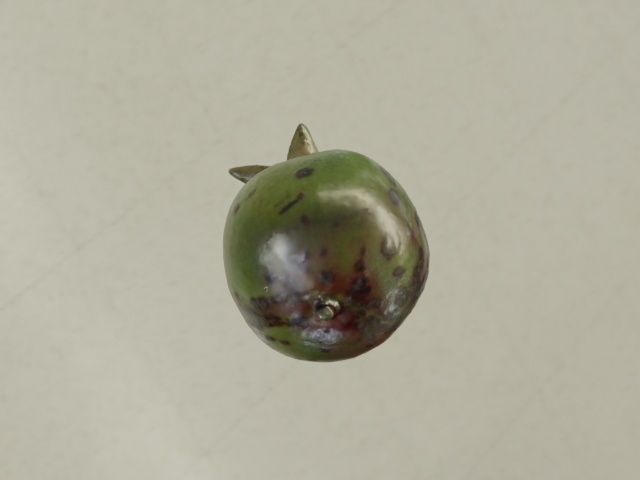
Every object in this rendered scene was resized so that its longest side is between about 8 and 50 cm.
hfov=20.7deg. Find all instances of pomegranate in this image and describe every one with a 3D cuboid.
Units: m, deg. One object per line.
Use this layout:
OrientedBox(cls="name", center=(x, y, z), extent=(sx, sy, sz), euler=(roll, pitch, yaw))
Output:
OrientedBox(cls="pomegranate", center=(-0.004, 0.006, 1.174), extent=(0.148, 0.169, 0.148), euler=(-3, 101, -16))
